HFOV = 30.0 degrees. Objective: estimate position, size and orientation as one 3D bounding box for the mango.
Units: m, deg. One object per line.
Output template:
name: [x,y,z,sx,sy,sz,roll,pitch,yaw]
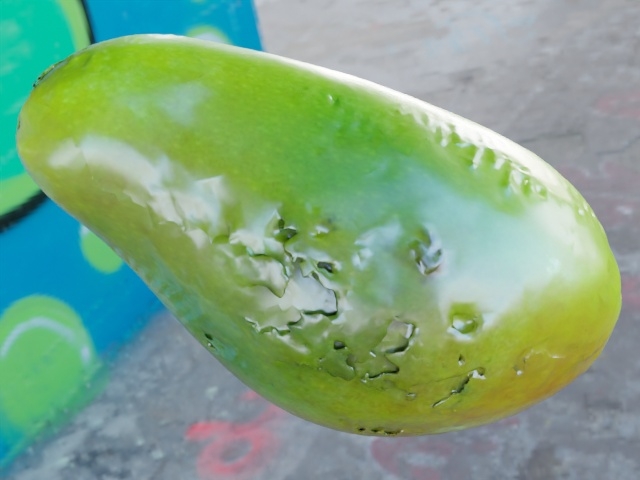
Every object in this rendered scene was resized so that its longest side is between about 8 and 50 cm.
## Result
mango: [0.000,0.000,0.441,0.232,0.111,0.125,19,51,-15]
